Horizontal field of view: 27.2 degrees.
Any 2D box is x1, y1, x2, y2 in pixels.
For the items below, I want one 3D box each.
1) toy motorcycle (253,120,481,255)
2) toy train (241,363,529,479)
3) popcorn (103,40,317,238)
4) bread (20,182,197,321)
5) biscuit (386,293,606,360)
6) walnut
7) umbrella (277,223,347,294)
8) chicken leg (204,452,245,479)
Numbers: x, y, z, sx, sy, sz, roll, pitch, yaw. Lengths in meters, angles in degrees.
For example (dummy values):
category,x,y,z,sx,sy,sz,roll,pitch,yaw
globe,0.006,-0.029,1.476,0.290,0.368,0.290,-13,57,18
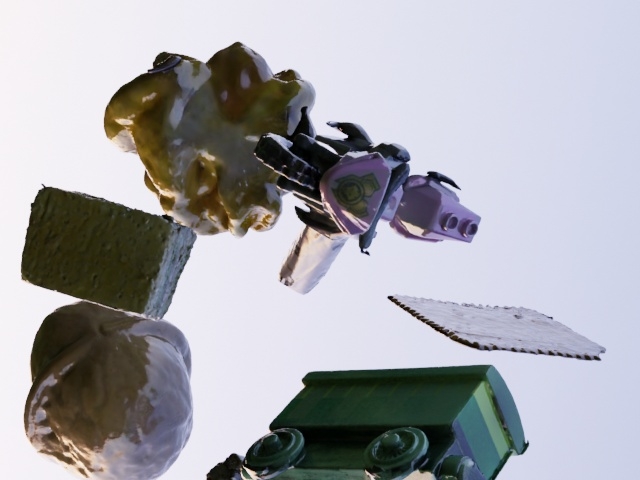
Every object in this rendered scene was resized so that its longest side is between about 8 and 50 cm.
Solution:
category,x,y,z,sx,sy,sz,roll,pitch,yaw
toy motorcycle,0.074,-0.052,1.630,0.188,0.327,0.143,31,-80,49
toy train,0.061,0.225,1.420,0.301,0.120,0.202,-7,-155,39
popcorn,-0.146,-0.161,2.006,0.297,0.316,0.281,-38,179,-11
bread,-0.268,0.015,1.657,0.102,0.196,0.138,53,53,-75
biscuit,0.223,0.107,1.637,0.237,0.232,0.013,-147,-114,-66
walnut,-0.401,0.294,2.537,0.381,0.381,0.381,-39,-144,35
umbrella,0.000,0.000,2.001,0.337,0.073,0.067,121,-12,-65
chicken leg,-0.070,0.306,1.686,0.125,0.196,0.080,-25,-111,-2
